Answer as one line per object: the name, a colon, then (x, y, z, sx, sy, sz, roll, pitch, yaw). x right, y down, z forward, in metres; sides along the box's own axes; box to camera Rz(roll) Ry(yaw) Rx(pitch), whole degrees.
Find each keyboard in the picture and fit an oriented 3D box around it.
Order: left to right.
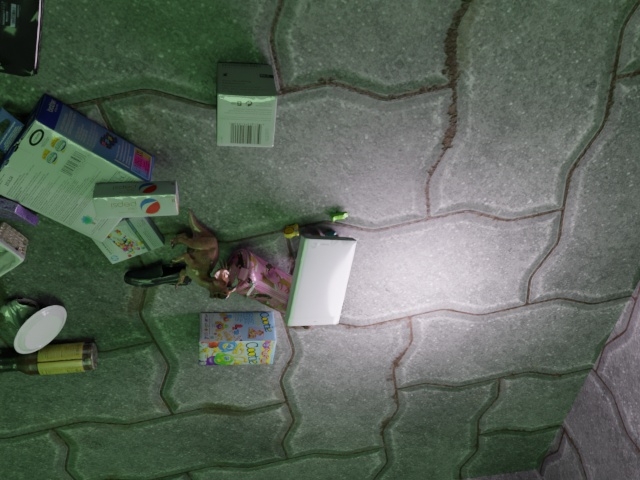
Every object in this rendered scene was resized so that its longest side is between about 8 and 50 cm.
keyboard: (-0.761, -0.541, 1.382, 0.201, 0.033, 0.317, 6, 129, -25)

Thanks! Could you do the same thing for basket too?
basket: (-0.990, 0.035, 1.792, 0.167, 0.103, 0.113, -29, 130, 13)

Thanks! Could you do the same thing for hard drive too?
hard drive: (0.000, 0.136, 1.976, 0.203, 0.040, 0.308, 2, 108, -31)

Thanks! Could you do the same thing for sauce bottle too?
sauce bottle: (-0.992, 0.430, 2.137, 0.344, 0.111, 0.111, -1, 131, -8)

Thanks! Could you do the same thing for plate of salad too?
plate of salad: (-0.955, 0.297, 2.006, 0.048, 0.200, 0.200, 35, 128, 17)

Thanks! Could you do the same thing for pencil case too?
pencil case: (-0.152, 0.171, 2.034, 0.160, 0.167, 0.386, -28, 135, 37)

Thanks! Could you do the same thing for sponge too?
sponge: (-0.880, -0.086, 1.659, 0.117, 0.031, 0.210, 16, 167, -8)

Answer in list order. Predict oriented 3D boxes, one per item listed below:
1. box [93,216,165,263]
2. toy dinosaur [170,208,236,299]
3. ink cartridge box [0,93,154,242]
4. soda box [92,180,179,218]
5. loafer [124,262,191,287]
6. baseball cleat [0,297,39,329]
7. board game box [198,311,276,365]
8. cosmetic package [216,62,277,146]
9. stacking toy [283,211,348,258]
box: (-0.612, -0.013, 1.871, 0.186, 0.038, 0.145, -18, 132, 6)
toy dinosaur: (-0.364, 0.053, 1.867, 0.200, 0.296, 0.127, -1, 166, -4)
ink cartridge box: (-0.698, -0.203, 1.610, 0.395, 0.151, 0.270, 30, 119, -34)
soda box: (-0.494, -0.110, 1.592, 0.216, 0.069, 0.074, -4, 131, -10)
loafer: (-0.539, 0.109, 1.972, 0.223, 0.076, 0.078, -1, 126, -17)
baseball cleat: (-0.994, 0.273, 2.024, 0.109, 0.072, 0.206, -27, 138, -2)
board game box: (-0.311, 0.364, 2.191, 0.275, 0.144, 0.142, 1, 131, -11)
cosmetic package: (-0.198, -0.357, 1.552, 0.151, 0.184, 0.151, 0, 131, -11)
stacking toy: (0.000, 0.000, 1.996, 0.221, 0.052, 0.167, -15, 132, 1)
